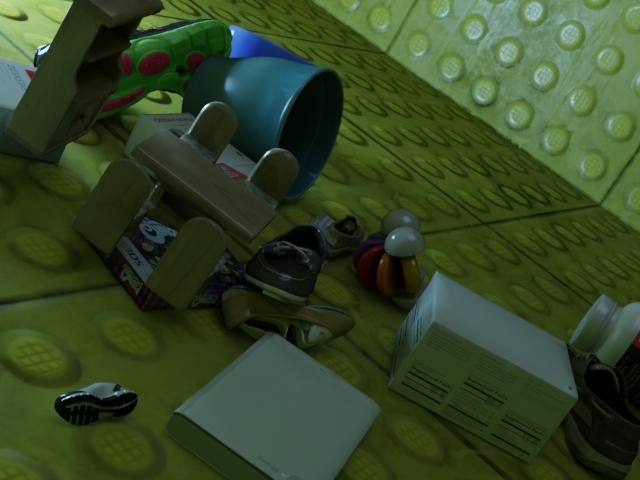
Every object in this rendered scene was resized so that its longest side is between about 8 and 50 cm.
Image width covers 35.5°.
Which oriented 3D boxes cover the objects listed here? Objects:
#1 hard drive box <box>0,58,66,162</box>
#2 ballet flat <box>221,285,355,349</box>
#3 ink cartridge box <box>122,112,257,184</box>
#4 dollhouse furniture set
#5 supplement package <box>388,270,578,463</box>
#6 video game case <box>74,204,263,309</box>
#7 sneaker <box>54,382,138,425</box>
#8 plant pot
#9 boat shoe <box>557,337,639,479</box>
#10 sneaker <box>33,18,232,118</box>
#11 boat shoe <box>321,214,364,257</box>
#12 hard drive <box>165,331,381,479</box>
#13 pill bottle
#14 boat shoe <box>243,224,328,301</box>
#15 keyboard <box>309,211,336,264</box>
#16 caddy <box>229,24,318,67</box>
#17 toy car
[{"bbox_3d":[-0.544,-0.226,1.630,0.232,0.089,0.181,9,31,-43],"label":"hard drive box"},{"bbox_3d":[-0.049,0.132,1.530,0.232,0.080,0.073,15,54,-27],"label":"ballet flat"},{"bbox_3d":[-0.229,-0.142,1.845,0.218,0.092,0.158,36,22,19],"label":"ink cartridge box"},{"bbox_3d":[-0.224,-0.162,1.499,0.394,0.256,0.362,37,26,1],"label":"dollhouse furniture set"},{"bbox_3d":[0.265,0.203,1.650,0.262,0.145,0.204,29,22,-4],"label":"supplement package"},{"bbox_3d":[-0.231,0.025,1.542,0.232,0.042,0.210,3,36,-49],"label":"video game case"},{"bbox_3d":[-0.266,0.187,1.163,0.044,0.040,0.109,26,12,36],"label":"sneaker"},{"bbox_3d":[-0.129,-0.252,2.010,0.255,0.271,0.271,23,18,20],"label":"plant pot"},{"bbox_3d":[0.492,0.274,1.802,0.132,0.130,0.355,22,23,-21],"label":"boat shoe"},{"bbox_3d":[-0.359,-0.376,2.005,0.202,0.185,0.483,34,31,26],"label":"sneaker"},{"bbox_3d":[0.051,-0.017,1.929,0.068,0.072,0.190,40,22,7],"label":"boat shoe"},{"bbox_3d":[-0.049,0.235,1.322,0.203,0.040,0.307,34,21,9],"label":"hard drive"},{"bbox_3d":[0.677,0.249,2.024,0.323,0.181,0.181,34,22,9],"label":"pill bottle"},{"bbox_3d":[-0.048,0.026,1.593,0.112,0.095,0.335,21,5,3],"label":"boat shoe"},{"bbox_3d":[0.000,0.000,1.930,0.072,0.014,0.256,32,22,4],"label":"keyboard"},{"bbox_3d":[-0.127,-0.348,2.317,0.341,0.179,0.241,27,-2,-6],"label":"caddy"},{"bbox_3d":[0.129,0.039,1.872,0.136,0.159,0.182,-8,26,2],"label":"toy car"}]
